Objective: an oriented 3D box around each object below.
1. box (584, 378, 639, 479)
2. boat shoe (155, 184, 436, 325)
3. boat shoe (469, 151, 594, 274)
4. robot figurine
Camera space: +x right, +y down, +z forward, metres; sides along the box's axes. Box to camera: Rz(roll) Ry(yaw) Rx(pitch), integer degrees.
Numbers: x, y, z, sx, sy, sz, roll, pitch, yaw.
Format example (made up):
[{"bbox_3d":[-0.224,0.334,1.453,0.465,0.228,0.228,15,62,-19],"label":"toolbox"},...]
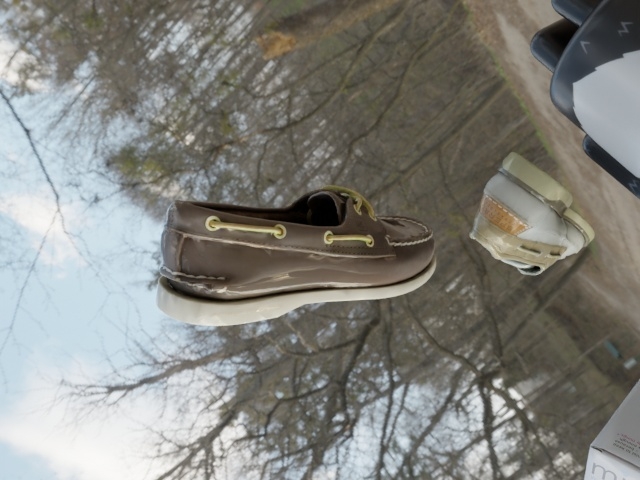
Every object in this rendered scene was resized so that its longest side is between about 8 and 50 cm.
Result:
[{"bbox_3d":[0.414,0.216,0.558,0.262,0.231,0.126,22,133,40],"label":"box"},{"bbox_3d":[0.000,0.000,0.593,0.325,0.096,0.117,-7,-160,-38],"label":"boat shoe"},{"bbox_3d":[0.255,-0.017,0.770,0.113,0.103,0.302,43,-168,31],"label":"boat shoe"},{"bbox_3d":[0.329,-0.143,0.571,0.278,0.173,0.209,50,-164,23],"label":"robot figurine"}]
